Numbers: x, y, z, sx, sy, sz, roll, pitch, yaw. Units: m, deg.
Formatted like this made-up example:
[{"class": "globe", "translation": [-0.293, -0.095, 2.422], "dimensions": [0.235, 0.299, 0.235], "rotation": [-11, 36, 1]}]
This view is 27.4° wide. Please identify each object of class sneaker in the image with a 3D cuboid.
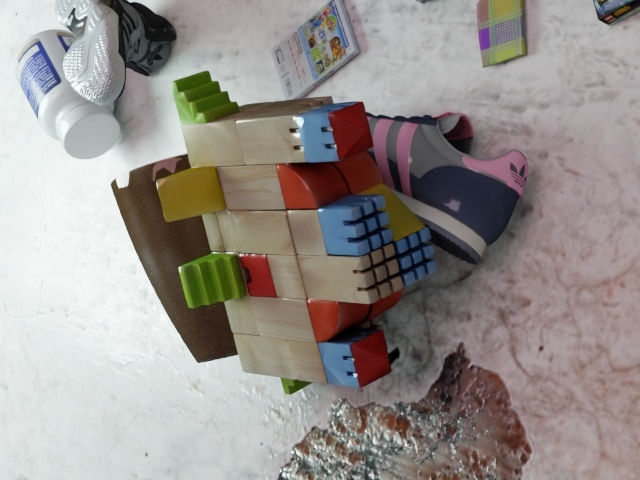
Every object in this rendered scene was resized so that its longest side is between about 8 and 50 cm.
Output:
[{"class": "sneaker", "translation": [-0.263, -0.260, 1.764], "dimensions": [0.101, 0.153, 0.268], "rotation": [-48, 40, 24]}, {"class": "sneaker", "translation": [0.099, -0.096, 1.443], "dimensions": [0.319, 0.112, 0.131], "rotation": [37, 89, 39]}]

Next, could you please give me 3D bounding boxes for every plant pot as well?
[{"class": "plant pot", "translation": [-0.120, 0.022, 1.556], "dimensions": [0.215, 0.215, 0.230], "rotation": [-16, 84, 40]}]

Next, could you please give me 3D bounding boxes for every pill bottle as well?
[{"class": "pill bottle", "translation": [-0.360, -0.206, 1.877], "dimensions": [0.112, 0.112, 0.186], "rotation": [-50, 51, 23]}]

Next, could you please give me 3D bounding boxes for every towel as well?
[{"class": "towel", "translation": [0.198, -0.234, 1.430], "dimensions": [0.060, 0.009, 0.083], "rotation": [-14, 71, 40]}]

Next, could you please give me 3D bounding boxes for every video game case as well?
[{"class": "video game case", "translation": [-0.008, -0.235, 1.623], "dimensions": [0.122, 0.011, 0.087], "rotation": [-35, 58, 33]}]

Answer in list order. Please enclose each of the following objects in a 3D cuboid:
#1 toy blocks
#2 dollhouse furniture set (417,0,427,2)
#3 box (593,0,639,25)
[{"class": "toy blocks", "translation": [0.000, 0.000, 1.369], "dimensions": [0.261, 0.191, 0.381], "rotation": [2, 110, 48]}, {"class": "dollhouse furniture set", "translation": [0.107, -0.467, 1.439], "dimensions": [0.286, 0.198, 0.303], "rotation": [-40, 56, 30]}, {"class": "box", "translation": [0.329, -0.287, 1.306], "dimensions": [0.137, 0.027, 0.093], "rotation": [-27, 62, 36]}]
